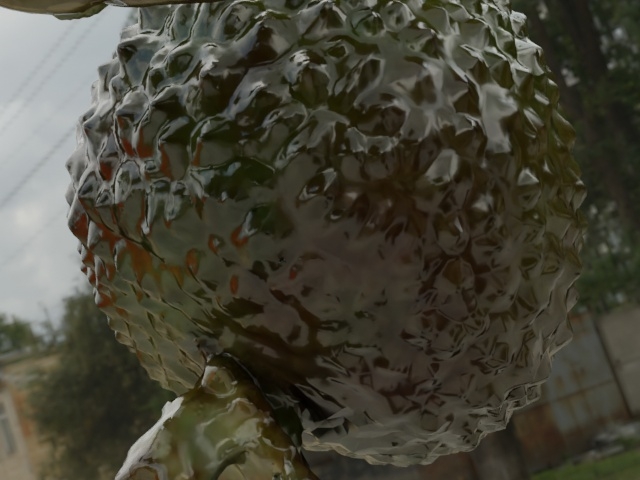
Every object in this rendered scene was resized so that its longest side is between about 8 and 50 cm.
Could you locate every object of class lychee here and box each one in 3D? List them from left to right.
[{"bbox_3d":[0.004,-0.010,0.632,0.270,0.320,0.270,23,-2,1],"label":"lychee"}]

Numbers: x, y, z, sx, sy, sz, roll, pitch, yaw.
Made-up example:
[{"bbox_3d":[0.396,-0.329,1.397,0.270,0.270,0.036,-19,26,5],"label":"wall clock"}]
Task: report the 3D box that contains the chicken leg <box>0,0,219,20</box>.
[{"bbox_3d":[-0.165,-0.140,0.374,0.429,0.153,0.201,0,32,16],"label":"chicken leg"}]
